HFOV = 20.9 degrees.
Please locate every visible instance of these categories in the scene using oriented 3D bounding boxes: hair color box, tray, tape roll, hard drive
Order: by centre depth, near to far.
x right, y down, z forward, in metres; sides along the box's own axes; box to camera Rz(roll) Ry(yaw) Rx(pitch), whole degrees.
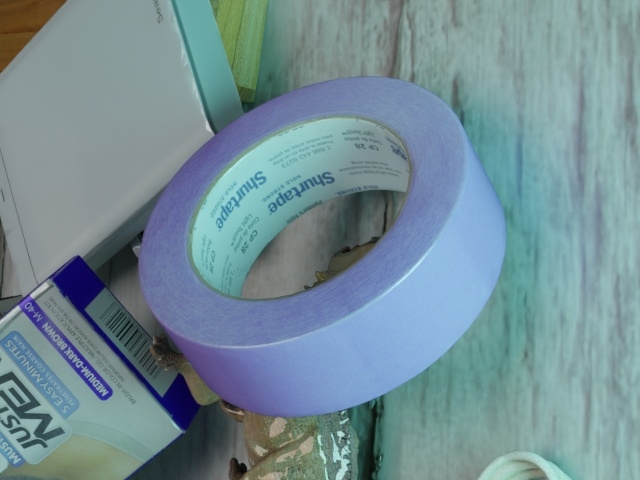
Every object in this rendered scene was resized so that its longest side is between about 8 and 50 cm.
[{"bbox_3d":[0.000,0.000,1.336,0.274,0.090,0.275,-18,42,17],"label":"tape roll"},{"bbox_3d":[-0.296,0.193,1.589,0.339,0.110,0.185,-40,95,15],"label":"hair color box"},{"bbox_3d":[-0.209,-0.114,1.639,0.353,0.047,0.233,-36,64,43],"label":"hard drive"},{"bbox_3d":[-0.208,-0.243,1.742,0.411,0.076,0.203,5,86,50],"label":"tray"}]

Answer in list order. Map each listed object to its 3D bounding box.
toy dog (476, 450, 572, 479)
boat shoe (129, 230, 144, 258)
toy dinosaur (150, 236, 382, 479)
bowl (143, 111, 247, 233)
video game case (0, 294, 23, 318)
[{"bbox_3d":[0.035,0.285,1.248,0.333,0.161,0.220,-24,67,29],"label":"toy dog"},{"bbox_3d":[-0.173,-0.043,1.688,0.040,0.049,0.142,-31,60,19],"label":"boat shoe"},{"bbox_3d":[-0.011,0.152,1.413,0.200,0.127,0.296,-11,85,27],"label":"toy dinosaur"},{"bbox_3d":[-0.095,-0.052,1.591,0.142,0.053,0.142,11,91,50],"label":"bowl"},{"bbox_3d":[-0.432,0.153,1.804,0.232,0.210,0.042,-45,75,26],"label":"video game case"}]
